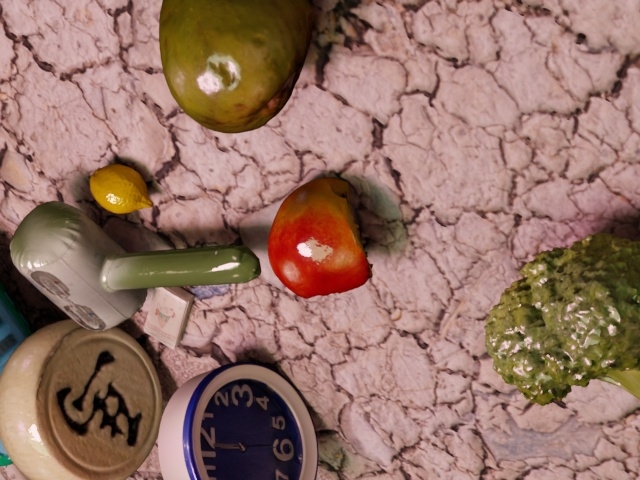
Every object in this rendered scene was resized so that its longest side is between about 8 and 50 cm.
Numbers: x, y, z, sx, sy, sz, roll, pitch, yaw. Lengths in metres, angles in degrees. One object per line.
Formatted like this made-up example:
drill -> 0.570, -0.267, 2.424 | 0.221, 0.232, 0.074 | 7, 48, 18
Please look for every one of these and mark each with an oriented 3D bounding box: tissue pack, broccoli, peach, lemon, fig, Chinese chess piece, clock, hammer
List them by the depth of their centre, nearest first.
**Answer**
broccoli -> 0.346, 0.075, 1.392 | 0.302, 0.186, 0.254 | 5, 141, -30
fig -> -0.095, -0.216, 1.396 | 0.191, 0.181, 0.181 | 54, 139, 18
peach -> -0.007, -0.002, 1.567 | 0.118, 0.151, 0.151 | -20, 122, -8
hammer -> -0.225, 0.029, 1.698 | 0.336, 0.119, 0.206 | -4, 148, 26
lemon -> -0.260, -0.065, 1.701 | 0.092, 0.065, 0.065 | 29, 135, 9
clock -> -0.109, 0.282, 1.768 | 0.083, 0.230, 0.230 | -20, 113, 46
tissue pack -> -0.214, 0.103, 1.834 | 0.056, 0.023, 0.108 | 29, 134, 10
Chinese chess piece -> -0.340, 0.235, 1.858 | 0.101, 0.250, 0.250 | -11, 118, 41

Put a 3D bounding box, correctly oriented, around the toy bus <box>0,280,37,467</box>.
toy bus -> -0.508, 0.164, 1.920 | 0.343, 0.183, 0.199 | 58, 162, -20
